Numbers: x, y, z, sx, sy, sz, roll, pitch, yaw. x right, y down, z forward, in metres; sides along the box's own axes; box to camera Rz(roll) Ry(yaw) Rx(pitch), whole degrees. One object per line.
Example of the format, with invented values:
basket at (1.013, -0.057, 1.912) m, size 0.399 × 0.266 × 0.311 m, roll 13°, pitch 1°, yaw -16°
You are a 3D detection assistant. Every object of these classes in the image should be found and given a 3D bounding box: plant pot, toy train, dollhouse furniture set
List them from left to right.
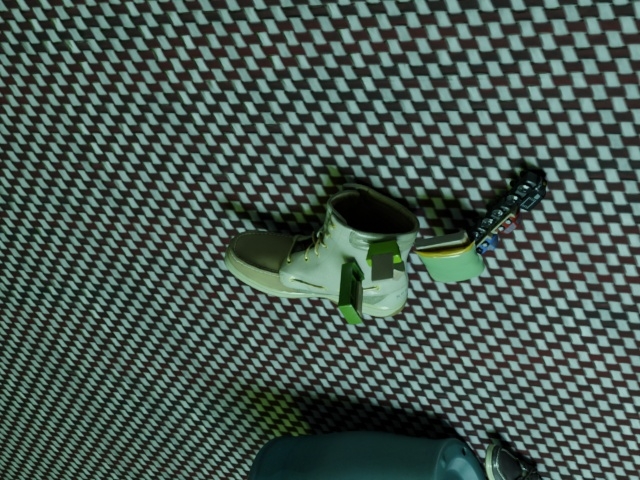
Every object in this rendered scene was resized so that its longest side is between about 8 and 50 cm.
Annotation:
plant pot at (0.078, 0.365, 1.915) m, size 0.255 × 0.272 × 0.272 m, roll -16°, pitch 129°, yaw 27°
dollhouse furniture set at (0.094, 0.042, 1.536) m, size 0.151 × 0.058 × 0.076 m, roll -10°, pitch 143°, yaw 17°
toy train at (0.187, -0.025, 1.499) m, size 0.036 × 0.027 × 0.158 m, roll 22°, pitch 148°, yaw -12°

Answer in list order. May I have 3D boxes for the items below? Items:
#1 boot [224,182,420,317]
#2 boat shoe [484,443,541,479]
boot at (0.000, 0.000, 1.613) m, size 0.213 × 0.077 × 0.165 m, roll 15°, pitch 146°, yaw 6°
boat shoe at (0.257, 0.305, 1.879) m, size 0.049 × 0.056 × 0.152 m, roll -6°, pitch 145°, yaw 32°
